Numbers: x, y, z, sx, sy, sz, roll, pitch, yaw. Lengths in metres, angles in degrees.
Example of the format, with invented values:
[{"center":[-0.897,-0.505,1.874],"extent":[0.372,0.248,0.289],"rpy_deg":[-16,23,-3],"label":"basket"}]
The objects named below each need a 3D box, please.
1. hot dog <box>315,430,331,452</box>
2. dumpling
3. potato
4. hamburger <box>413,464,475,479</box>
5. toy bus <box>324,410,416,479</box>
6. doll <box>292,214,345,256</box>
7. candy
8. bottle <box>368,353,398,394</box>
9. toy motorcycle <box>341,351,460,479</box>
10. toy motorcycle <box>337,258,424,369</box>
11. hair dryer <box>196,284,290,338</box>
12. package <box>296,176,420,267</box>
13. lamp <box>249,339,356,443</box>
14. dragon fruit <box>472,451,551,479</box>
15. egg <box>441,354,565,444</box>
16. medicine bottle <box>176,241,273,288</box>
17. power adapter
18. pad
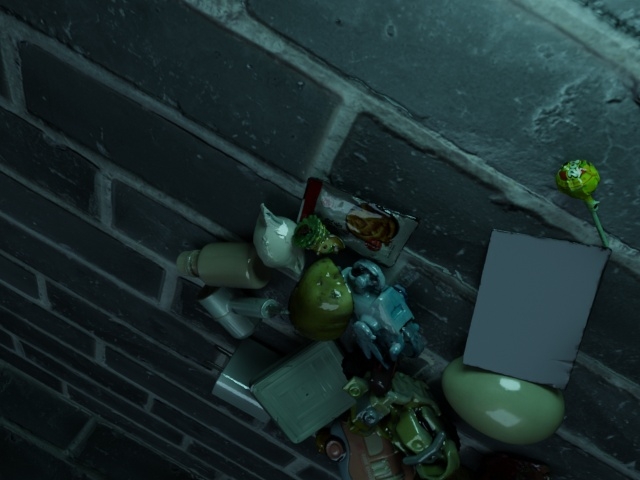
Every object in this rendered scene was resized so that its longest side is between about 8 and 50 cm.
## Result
[{"center":[0.097,0.724,1.513],"extent":[0.268,0.072,0.115],"rpy_deg":[-13,129,33],"label":"hot dog"},{"center":[-0.099,0.002,0.959],"extent":[0.188,0.108,0.127],"rpy_deg":[61,161,-19],"label":"dumpling"},{"center":[-0.018,0.149,0.981],"extent":[0.272,0.111,0.160],"rpy_deg":[107,142,-61],"label":"potato"},{"center":[0.353,0.791,1.347],"extent":[0.308,0.211,0.133],"rpy_deg":[24,130,8],"label":"hamburger"},{"center":[0.158,0.648,1.287],"extent":[0.232,0.194,0.288],"rpy_deg":[-21,74,19],"label":"toy bus"},{"center":[-0.002,-0.011,0.914],"extent":[0.078,0.077,0.113],"rpy_deg":[-20,156,36],"label":"doll"},{"center":[0.437,-0.053,0.699],"extent":[0.058,0.062,0.194],"rpy_deg":[-17,129,38],"label":"candy"},{"center":[0.159,0.293,1.042],"extent":[0.060,0.164,0.060],"rpy_deg":[13,132,15],"label":"bottle"},{"center":[0.216,0.459,1.117],"extent":[0.410,0.237,0.169],"rpy_deg":[38,107,-7],"label":"toy motorcycle"},{"center":[0.118,0.159,0.974],"extent":[0.260,0.154,0.206],"rpy_deg":[58,151,-10],"label":"toy motorcycle"},{"center":[-0.173,0.178,1.089],"extent":[0.357,0.107,0.173],"rpy_deg":[-4,130,54],"label":"hair dryer"},{"center":[0.070,-0.037,0.898],"extent":[0.239,0.030,0.154],"rpy_deg":[25,136,4],"label":"package"},{"center":[-0.029,0.417,1.212],"extent":[0.269,0.047,0.267],"rpy_deg":[-33,115,-6],"label":"lamp"},{"center":[0.559,0.715,1.240],"extent":[0.282,0.147,0.211],"rpy_deg":[-14,111,31],"label":"dragon fruit"},{"center":[0.396,0.338,0.949],"extent":[0.253,0.189,0.189],"rpy_deg":[14,133,20],"label":"egg"},{"center":[-0.248,0.061,1.080],"extent":[0.252,0.114,0.114],"rpy_deg":[-1,127,26],"label":"medicine bottle"},{"center":[-0.229,0.407,1.316],"extent":[0.255,0.187,0.124],"rpy_deg":[27,134,2],"label":"power adapter"},{"center":[0.402,0.136,0.826],"extent":[0.202,0.005,0.300],"rpy_deg":[11,110,18],"label":"pad"}]
